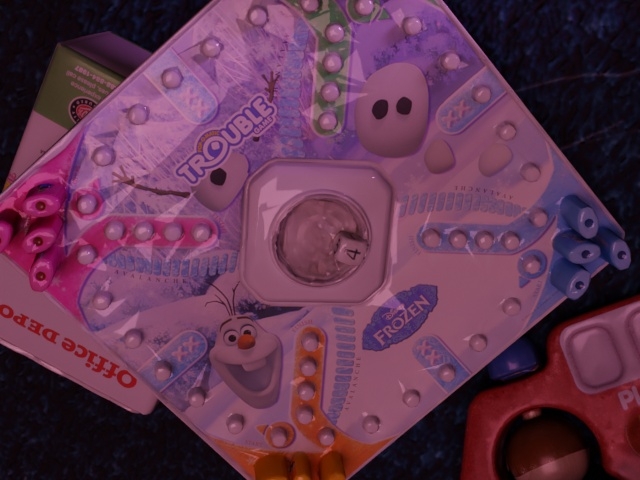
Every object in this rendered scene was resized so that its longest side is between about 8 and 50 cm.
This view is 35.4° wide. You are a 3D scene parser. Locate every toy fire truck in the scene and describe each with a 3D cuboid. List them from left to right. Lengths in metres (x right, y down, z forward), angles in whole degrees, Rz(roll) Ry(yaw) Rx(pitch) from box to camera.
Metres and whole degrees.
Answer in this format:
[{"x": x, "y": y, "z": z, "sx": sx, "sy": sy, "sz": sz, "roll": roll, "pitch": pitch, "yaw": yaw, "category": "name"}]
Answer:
[{"x": 0.259, "y": 0.182, "z": 0.872, "sx": 0.302, "sy": 0.169, "sz": 0.254, "roll": -22, "pitch": 76, "yaw": 19, "category": "toy fire truck"}]

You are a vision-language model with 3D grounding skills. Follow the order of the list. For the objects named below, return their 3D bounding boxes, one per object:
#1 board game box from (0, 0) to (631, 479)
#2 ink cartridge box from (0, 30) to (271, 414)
[{"x": 0.000, "y": 0.000, "z": 0.806, "sx": 0.390, "sy": 0.050, "sz": 0.390, "roll": -41, "pitch": 110, "yaw": 7, "category": "board game box"}, {"x": -0.174, "y": -0.015, "z": 0.906, "sx": 0.201, "sy": 0.117, "sz": 0.278, "roll": 28, "pitch": 111, "yaw": 2, "category": "ink cartridge box"}]
